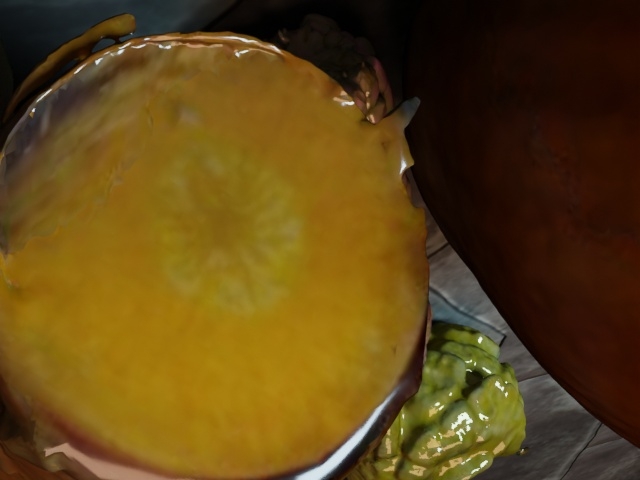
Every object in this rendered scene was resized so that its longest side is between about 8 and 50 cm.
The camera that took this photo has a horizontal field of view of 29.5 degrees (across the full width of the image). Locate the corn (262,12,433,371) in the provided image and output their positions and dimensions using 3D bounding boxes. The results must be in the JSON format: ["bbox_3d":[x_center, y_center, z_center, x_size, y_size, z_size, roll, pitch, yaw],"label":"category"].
[{"bbox_3d":[0.002,0.001,0.751,0.126,0.127,0.335,-23,148,-5],"label":"corn"}]

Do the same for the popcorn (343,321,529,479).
[{"bbox_3d":[0.084,0.161,1.046,0.168,0.173,0.195,-32,148,-35],"label":"popcorn"}]

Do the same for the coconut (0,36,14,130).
[{"bbox_3d":[-0.180,-0.069,0.546,0.083,0.081,0.082,-46,177,4],"label":"coconut"}]

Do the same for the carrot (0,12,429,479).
[{"bbox_3d":[-0.097,0.052,0.594,0.224,0.224,0.340,-9,171,-27],"label":"carrot"}]

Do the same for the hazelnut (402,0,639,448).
[{"bbox_3d":[0.228,-0.058,0.642,0.359,0.359,0.409,-29,153,6],"label":"hazelnut"}]
